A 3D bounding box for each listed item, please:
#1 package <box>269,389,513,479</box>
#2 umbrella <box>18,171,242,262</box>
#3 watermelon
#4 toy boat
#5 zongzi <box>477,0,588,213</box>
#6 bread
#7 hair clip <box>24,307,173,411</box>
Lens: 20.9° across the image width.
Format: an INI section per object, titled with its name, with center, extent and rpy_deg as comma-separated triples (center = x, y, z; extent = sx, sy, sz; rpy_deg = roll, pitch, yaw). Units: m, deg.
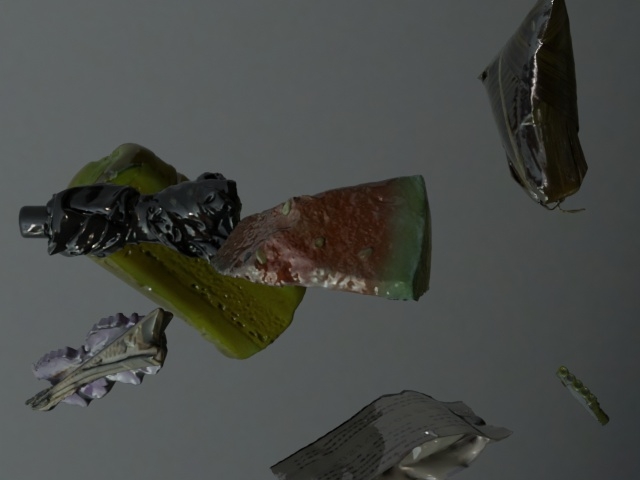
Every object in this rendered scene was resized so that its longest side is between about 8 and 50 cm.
[package]
center = 0.074, 0.236, 1.996
extent = 0.204, 0.251, 0.062
rpy_deg = -153, 44, -75
[umbrella]
center = -0.225, -0.024, 2.079
extent = 0.110, 0.272, 0.122
rpy_deg = 79, -168, -52
[watermelon]
center = 0.000, 0.000, 1.962
extent = 0.193, 0.256, 0.140
rpy_deg = -155, 63, -89
[toy boat]
center = 0.319, 0.189, 2.105
extent = 0.016, 0.063, 0.115
rpy_deg = -44, -25, 0
[zongzi]
center = 0.304, -0.181, 2.291
extent = 0.241, 0.111, 0.248
rpy_deg = 114, 144, -66
[bread]
center = -0.185, 0.011, 2.350
extent = 0.166, 0.383, 0.112
rpy_deg = -48, 32, 7
[hair clip]
center = -0.275, 0.159, 2.190
extent = 0.106, 0.292, 0.084
rpy_deg = 31, -131, -32
